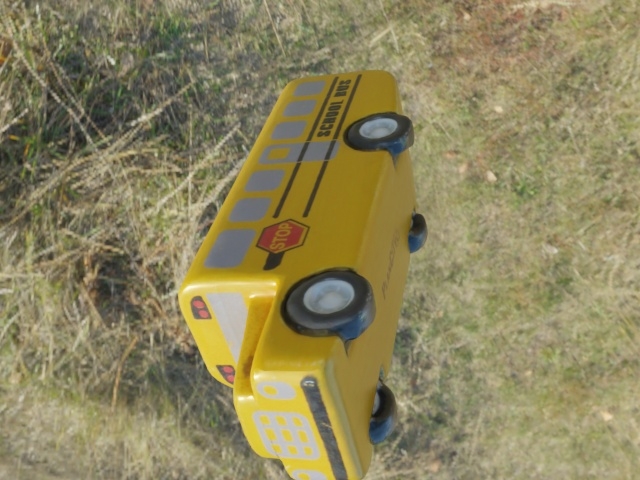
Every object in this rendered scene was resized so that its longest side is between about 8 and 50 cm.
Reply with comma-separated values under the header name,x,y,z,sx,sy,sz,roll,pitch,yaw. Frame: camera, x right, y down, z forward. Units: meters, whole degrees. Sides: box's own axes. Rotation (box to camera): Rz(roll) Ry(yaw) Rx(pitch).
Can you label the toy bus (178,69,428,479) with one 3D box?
name,x,y,z,sx,sy,sz,roll,pitch,yaw
toy bus,0.000,0.000,0.522,0.130,0.332,0.108,-1,129,17
